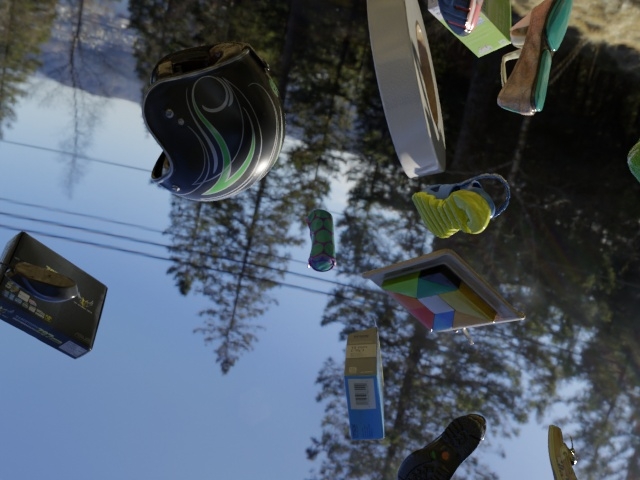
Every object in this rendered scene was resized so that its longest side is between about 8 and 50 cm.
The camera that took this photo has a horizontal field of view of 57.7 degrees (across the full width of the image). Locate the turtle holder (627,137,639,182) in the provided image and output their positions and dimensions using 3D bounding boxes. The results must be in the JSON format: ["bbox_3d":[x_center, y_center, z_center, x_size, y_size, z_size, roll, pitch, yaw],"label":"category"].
[{"bbox_3d":[0.647,-0.059,0.923,0.227,0.244,0.320,-14,-167,-28],"label":"turtle holder"}]

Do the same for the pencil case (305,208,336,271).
[{"bbox_3d":[0.000,0.000,1.406,0.070,0.065,0.152,0,-129,-5],"label":"pencil case"}]

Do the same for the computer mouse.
[{"bbox_3d":[-0.504,0.050,0.910,0.242,0.041,0.071,24,-173,-22],"label":"computer mouse"}]

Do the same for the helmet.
[{"bbox_3d":[-0.123,-0.128,0.663,0.169,0.162,0.169,-10,-149,6],"label":"helmet"}]

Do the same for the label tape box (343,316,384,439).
[{"bbox_3d":[0.149,0.450,1.942,0.115,0.249,0.348,-5,-158,6],"label":"label tape box"}]

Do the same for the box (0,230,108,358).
[{"bbox_3d":[-0.569,0.116,1.220,0.233,0.059,0.183,46,-156,-36],"label":"box"}]

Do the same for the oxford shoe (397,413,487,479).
[{"bbox_3d":[0.242,0.418,1.124,0.096,0.227,0.083,3,-135,-56],"label":"oxford shoe"}]

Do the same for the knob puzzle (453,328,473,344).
[{"bbox_3d":[0.303,0.155,1.445,0.030,0.213,0.213,-31,-171,5],"label":"knob puzzle"}]

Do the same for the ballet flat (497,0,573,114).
[{"bbox_3d":[0.452,-0.415,1.250,0.106,0.316,0.107,10,159,36],"label":"ballet flat"}]

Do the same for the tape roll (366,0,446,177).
[{"bbox_3d":[0.178,-0.320,1.150,0.071,0.392,0.392,-9,-179,19],"label":"tape roll"}]

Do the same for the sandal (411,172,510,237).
[{"bbox_3d":[0.324,-0.085,1.334,0.138,0.126,0.317,-33,-166,-14],"label":"sandal"}]

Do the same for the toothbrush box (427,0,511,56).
[{"bbox_3d":[0.453,-0.726,1.751,0.283,0.206,0.122,23,155,-38],"label":"toothbrush box"}]

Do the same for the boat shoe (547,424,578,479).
[{"bbox_3d":[0.761,0.710,1.783,0.089,0.285,0.104,-15,147,22],"label":"boat shoe"}]

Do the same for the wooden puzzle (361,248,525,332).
[{"bbox_3d":[0.225,0.109,1.092,0.238,0.044,0.221,36,148,-23],"label":"wooden puzzle"}]

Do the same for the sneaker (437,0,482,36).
[{"bbox_3d":[0.335,-0.587,1.221,0.136,0.314,0.116,-22,-135,-16],"label":"sneaker"}]
